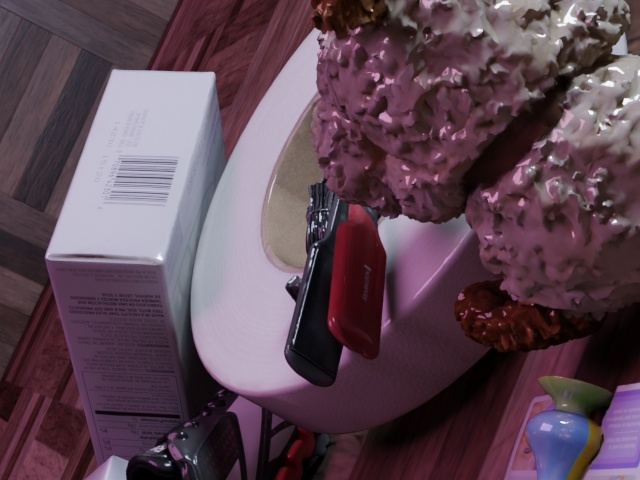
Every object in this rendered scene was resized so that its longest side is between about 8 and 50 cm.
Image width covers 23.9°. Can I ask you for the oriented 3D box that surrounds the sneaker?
[{"bbox_3d":[-0.070,0.158,1.146,0.097,0.135,0.276,-47,21,50],"label":"sneaker"}]

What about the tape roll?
[{"bbox_3d":[0.050,-0.053,1.072,0.392,0.072,0.392,-40,32,32],"label":"tape roll"}]

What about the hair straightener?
[{"bbox_3d":[0.000,0.000,0.969,0.089,0.047,0.230,-37,35,34],"label":"hair straightener"}]

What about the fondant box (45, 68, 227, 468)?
[{"bbox_3d":[-0.133,0.055,1.283,0.238,0.096,0.330,-81,-10,-47],"label":"fondant box"}]

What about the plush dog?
[{"bbox_3d":[0.112,-0.067,0.787,0.262,0.225,0.210,-49,-12,20],"label":"plush dog"}]

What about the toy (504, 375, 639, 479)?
[{"bbox_3d":[0.089,0.177,0.752,0.237,0.056,0.137,-68,15,-16],"label":"toy"}]

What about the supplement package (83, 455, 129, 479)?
[{"bbox_3d":[-0.171,0.292,1.241,0.244,0.139,0.134,-41,29,53],"label":"supplement package"}]
